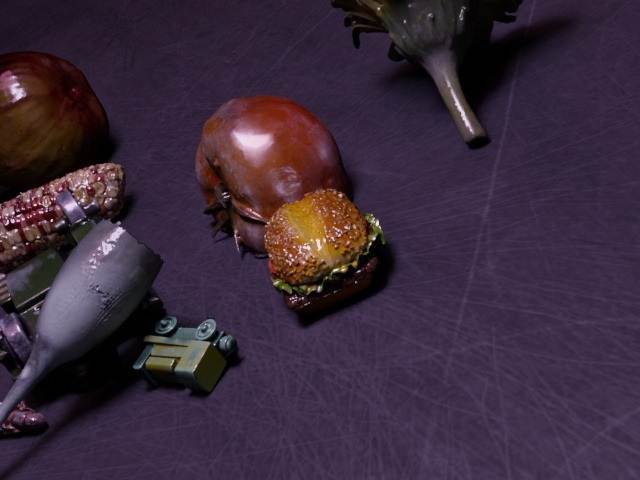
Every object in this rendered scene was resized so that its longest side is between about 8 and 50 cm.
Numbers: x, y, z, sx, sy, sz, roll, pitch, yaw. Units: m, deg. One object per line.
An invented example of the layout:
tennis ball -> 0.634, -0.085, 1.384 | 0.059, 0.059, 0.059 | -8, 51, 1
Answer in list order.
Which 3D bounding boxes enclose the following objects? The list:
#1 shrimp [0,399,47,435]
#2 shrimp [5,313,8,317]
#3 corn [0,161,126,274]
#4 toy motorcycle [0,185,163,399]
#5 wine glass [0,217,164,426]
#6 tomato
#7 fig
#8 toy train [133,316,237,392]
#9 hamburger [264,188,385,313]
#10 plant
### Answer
shrimp -> -0.349, 0.199, 1.490 | 0.092, 0.038, 0.029 | -13, -9, 24
shrimp -> -0.377, 0.097, 1.682 | 0.059, 0.023, 0.108 | -7, 36, 16
corn -> -0.393, -0.021, 1.806 | 0.290, 0.098, 0.098 | -25, 30, -2
toy motorcycle -> -0.303, 0.064, 1.585 | 0.205, 0.127, 0.275 | -33, 37, -6
wine glass -> -0.231, 0.157, 1.385 | 0.264, 0.096, 0.309 | 30, 77, 30
tomato -> -0.073, -0.098, 1.615 | 0.181, 0.155, 0.214 | -34, 29, -18
fig -> -0.477, -0.134, 1.985 | 0.321, 0.217, 0.217 | -40, 26, 21
toy train -> -0.147, 0.124, 1.436 | 0.122, 0.050, 0.081 | -1, 50, 39
hamburger -> 0.000, 0.000, 1.463 | 0.137, 0.087, 0.166 | -26, 30, 3
plant -> 0.123, -0.270, 1.653 | 0.306, 0.296, 0.261 | -1, 6, -39
